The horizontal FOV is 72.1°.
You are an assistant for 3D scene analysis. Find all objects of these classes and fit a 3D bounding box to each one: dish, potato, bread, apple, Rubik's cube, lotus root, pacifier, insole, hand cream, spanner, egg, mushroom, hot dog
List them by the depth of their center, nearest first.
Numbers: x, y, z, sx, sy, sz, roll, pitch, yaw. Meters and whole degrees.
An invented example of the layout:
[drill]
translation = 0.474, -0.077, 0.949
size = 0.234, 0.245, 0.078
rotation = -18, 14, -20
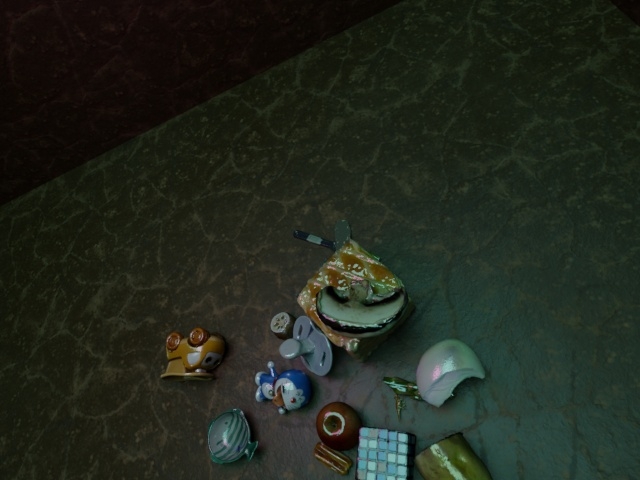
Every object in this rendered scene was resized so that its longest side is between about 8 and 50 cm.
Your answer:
[potato]
translation = 0.476, 0.812, 1.484
size = 0.229, 0.229, 0.266
rotation = -36, 55, 1
[Rubik's cube]
translation = 0.242, 0.784, 1.596
size = 0.184, 0.187, 0.182
rotation = -2, 65, 22
[mushroom]
translation = 0.152, 0.250, 1.610
size = 0.344, 0.130, 0.248
rotation = -7, 40, 11
[egg]
translation = 0.477, 0.460, 1.642
size = 0.270, 0.162, 0.206
rotation = -18, 44, -14
[apple]
translation = 0.071, 0.720, 1.701
size = 0.180, 0.168, 0.181
rotation = -5, 68, 13
[hot dog]
translation = 0.042, 0.850, 1.717
size = 0.165, 0.045, 0.071
rotation = 21, 75, 27
[pacifier]
translation = -0.073, 0.456, 1.831
size = 0.279, 0.207, 0.228
rotation = 40, 122, 44
[bread]
translation = 0.143, 0.254, 1.840
size = 0.371, 0.279, 0.390
rotation = -43, 58, -6
[dish]
translation = -0.359, 0.833, 1.852
size = 0.246, 0.078, 0.224
rotation = 18, 73, 27
[lotus root]
translation = -0.172, 0.387, 2.008
size = 0.112, 0.081, 0.122
rotation = 29, 77, 37
[hand cream]
translation = -0.017, 0.182, 2.061
size = 0.075, 0.052, 0.248
rotation = 31, 79, 30
[insole]
translation = 0.106, 0.002, 2.109
size = 0.081, 0.011, 0.248
rotation = -5, 55, 12
[spanner]
translation = 0.000, 0.000, 2.164
size = 0.315, 0.024, 0.087
rotation = 19, 71, 28

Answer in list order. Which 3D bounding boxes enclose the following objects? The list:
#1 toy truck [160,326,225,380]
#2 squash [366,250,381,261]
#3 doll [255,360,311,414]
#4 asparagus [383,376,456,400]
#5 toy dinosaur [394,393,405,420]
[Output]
[toy truck]
translation = -0.581, 0.526, 2.010
size = 0.287, 0.204, 0.212
rotation = -12, 64, 14
[squash]
translation = 0.239, 0.071, 2.037
size = 0.083, 0.027, 0.027
rotation = 30, 78, 28
[doll]
translation = -0.163, 0.617, 1.842
size = 0.256, 0.161, 0.215
rotation = -9, 90, 28
[asparagus]
translation = 0.381, 0.584, 1.707
size = 0.287, 0.080, 0.080
rotation = -1, 65, 25
[toy dinosaur]
translation = 0.315, 0.653, 1.724
size = 0.041, 0.026, 0.113
rotation = -20, 51, 18
